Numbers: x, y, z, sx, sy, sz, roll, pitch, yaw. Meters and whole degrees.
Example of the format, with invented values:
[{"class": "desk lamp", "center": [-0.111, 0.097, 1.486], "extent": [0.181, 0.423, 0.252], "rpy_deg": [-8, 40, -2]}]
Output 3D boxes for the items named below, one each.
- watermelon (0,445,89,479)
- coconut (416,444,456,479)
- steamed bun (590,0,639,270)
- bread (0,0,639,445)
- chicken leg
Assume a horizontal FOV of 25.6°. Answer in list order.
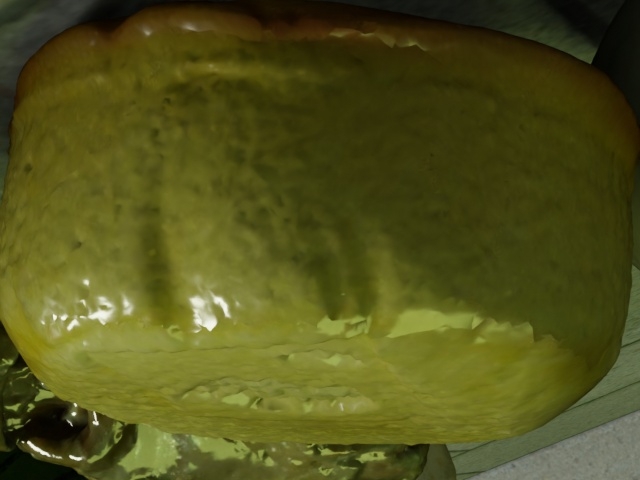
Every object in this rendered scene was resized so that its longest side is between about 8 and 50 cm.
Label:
[{"class": "watermelon", "center": [-0.167, 0.248, 0.899], "extent": [0.363, 0.363, 0.363], "rpy_deg": [-18, 164, -5]}, {"class": "coconut", "center": [-0.019, 0.242, 1.213], "extent": [0.245, 0.245, 0.247], "rpy_deg": [-1, 150, -47]}, {"class": "steamed bun", "center": [0.186, -0.062, 0.607], "extent": [0.130, 0.177, 0.228], "rpy_deg": [10, 165, -8]}, {"class": "bread", "center": [0.000, 0.000, 0.568], "extent": [0.270, 0.148, 0.270], "rpy_deg": [3, 164, 1]}, {"class": "chicken leg", "center": [-0.122, 0.078, 0.719], "extent": [0.429, 0.153, 0.201], "rpy_deg": [2, 117, -32]}]
